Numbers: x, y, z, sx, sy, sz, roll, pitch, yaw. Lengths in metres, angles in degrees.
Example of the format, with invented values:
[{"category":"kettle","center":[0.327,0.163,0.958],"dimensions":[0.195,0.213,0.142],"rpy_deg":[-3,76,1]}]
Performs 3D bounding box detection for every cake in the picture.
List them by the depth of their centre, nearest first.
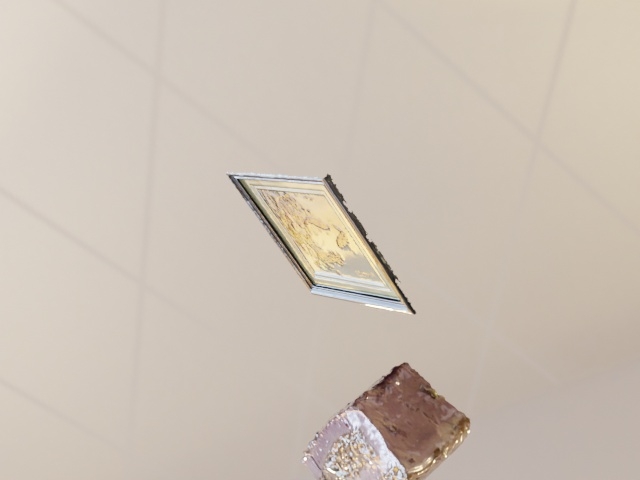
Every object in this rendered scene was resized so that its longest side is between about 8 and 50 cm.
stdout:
[{"category":"cake","center":[0.060,0.222,1.427],"dimensions":[0.112,0.295,0.116],"rpy_deg":[-34,-101,-27]}]

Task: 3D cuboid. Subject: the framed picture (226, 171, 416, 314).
[{"category":"framed picture","center":[0.000,0.000,1.501],"dimensions":[0.010,0.199,0.195],"rpy_deg":[-47,-151,-23]}]
